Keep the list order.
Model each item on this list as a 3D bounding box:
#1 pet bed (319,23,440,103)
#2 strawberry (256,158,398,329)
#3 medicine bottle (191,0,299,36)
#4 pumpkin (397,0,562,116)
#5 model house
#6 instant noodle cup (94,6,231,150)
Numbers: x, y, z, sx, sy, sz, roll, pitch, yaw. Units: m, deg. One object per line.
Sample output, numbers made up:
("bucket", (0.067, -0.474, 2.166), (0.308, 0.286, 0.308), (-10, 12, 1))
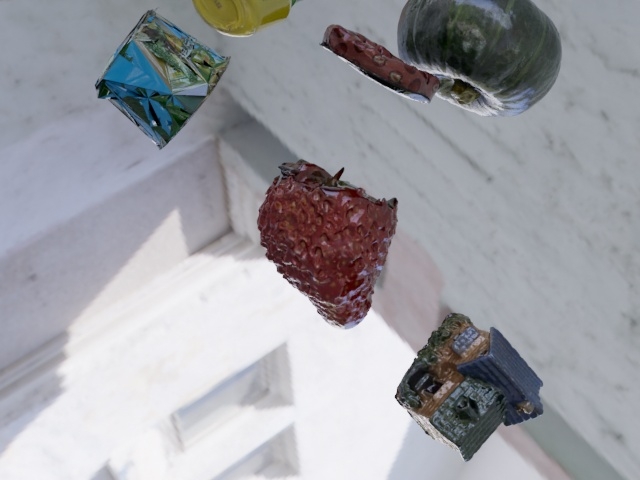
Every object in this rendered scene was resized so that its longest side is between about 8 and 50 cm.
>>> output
("pet bed", (0.089, -0.272, 1.643), (0.201, 0.053, 0.201), (26, 13, -6))
("strawberry", (0.004, 0.002, 1.775), (0.261, 0.257, 0.261), (25, 5, -3))
("medicine bottle", (-0.076, -0.345, 1.475), (0.111, 0.309, 0.076), (44, -61, 2))
("pumpkin", (0.277, -0.330, 1.878), (0.300, 0.207, 0.300), (21, -5, 2))
("model house", (0.240, 0.235, 1.662), (0.166, 0.183, 0.172), (48, -12, -21))
("instant noodle cup", (-0.310, -0.316, 2.044), (0.178, 0.240, 0.240), (36, -15, -16))
